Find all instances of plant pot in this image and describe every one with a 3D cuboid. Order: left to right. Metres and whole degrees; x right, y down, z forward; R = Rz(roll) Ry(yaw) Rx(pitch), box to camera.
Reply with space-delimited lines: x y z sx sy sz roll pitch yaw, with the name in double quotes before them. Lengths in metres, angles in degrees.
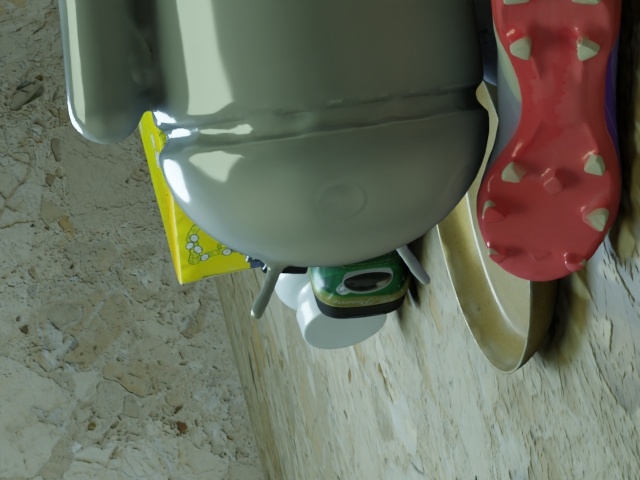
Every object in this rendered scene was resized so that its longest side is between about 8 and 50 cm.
"plant pot" 0.121 -0.025 1.106 0.236 0.032 0.236 169 90 -81

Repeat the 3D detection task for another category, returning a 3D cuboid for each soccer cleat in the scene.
"soccer cleat" 0.131 -0.081 0.884 0.248 0.083 0.095 83 -164 -44

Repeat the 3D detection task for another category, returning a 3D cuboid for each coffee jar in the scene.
"coffee jar" 0.037 -0.003 1.439 0.184 0.096 0.079 93 169 -54

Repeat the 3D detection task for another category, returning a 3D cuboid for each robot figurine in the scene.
"robot figurine" -0.008 -0.137 0.937 0.200 0.299 0.354 -174 76 -73

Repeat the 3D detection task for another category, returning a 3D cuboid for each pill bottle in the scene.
"pill bottle" 0.000 0.000 1.605 0.118 0.117 0.208 93 163 -56

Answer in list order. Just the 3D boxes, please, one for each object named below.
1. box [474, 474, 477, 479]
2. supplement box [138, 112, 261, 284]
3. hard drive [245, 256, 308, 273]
"box" 0.157 0.264 1.191 0.179 0.043 0.105 -119 20 -56
"supplement box" -0.115 -0.152 1.892 0.195 0.194 0.357 89 166 -46
"hard drive" -0.007 -0.160 1.267 0.339 0.064 0.237 114 154 -50
